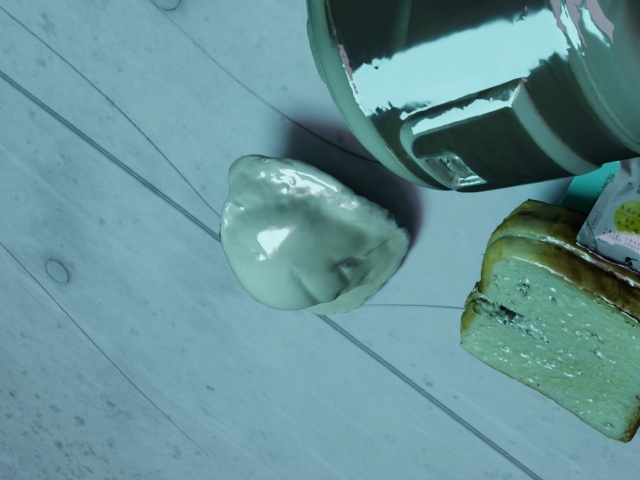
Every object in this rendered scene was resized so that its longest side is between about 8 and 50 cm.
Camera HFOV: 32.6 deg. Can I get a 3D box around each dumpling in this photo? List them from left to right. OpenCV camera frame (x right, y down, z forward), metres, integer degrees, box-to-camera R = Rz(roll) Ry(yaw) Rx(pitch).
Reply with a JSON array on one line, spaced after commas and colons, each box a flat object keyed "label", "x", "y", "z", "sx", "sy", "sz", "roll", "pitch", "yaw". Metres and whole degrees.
[{"label": "dumpling", "x": 0.000, "y": -0.006, "z": 1.341, "sx": 0.226, "sy": 0.243, "sz": 0.175, "roll": -6, "pitch": 81, "yaw": 16}]

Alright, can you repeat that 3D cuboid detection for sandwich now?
[{"label": "sandwich", "x": 0.283, "y": 0.087, "z": 1.204, "sx": 0.249, "sy": 0.095, "sz": 0.273, "roll": 30, "pitch": 152, "yaw": 13}]

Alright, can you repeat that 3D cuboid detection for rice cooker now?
[{"label": "rice cooker", "x": 0.191, "y": -0.207, "z": 0.925, "sx": 0.325, "sy": 0.335, "sz": 0.335, "roll": -10, "pitch": 118, "yaw": 37}]

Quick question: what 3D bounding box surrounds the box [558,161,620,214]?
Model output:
[{"label": "box", "x": 0.363, "y": 0.000, "z": 1.165, "sx": 0.226, "sy": 0.042, "sz": 0.161, "roll": 28, "pitch": 136, "yaw": 11}]

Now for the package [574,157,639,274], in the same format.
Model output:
[{"label": "package", "x": 0.364, "y": -0.034, "z": 1.077, "sx": 0.171, "sy": 0.173, "sz": 0.027, "roll": 26, "pitch": 178, "yaw": 15}]
